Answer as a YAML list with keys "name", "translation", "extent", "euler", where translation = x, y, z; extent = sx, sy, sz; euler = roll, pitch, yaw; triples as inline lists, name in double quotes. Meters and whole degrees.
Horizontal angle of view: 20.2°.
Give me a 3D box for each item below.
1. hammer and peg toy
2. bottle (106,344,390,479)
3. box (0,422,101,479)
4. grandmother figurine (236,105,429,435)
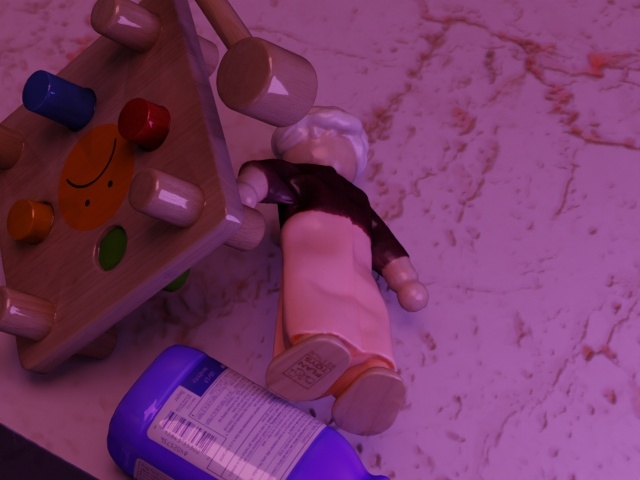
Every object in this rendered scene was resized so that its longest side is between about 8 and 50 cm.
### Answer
- name: "hammer and peg toy"
  translation: [-0.143, -0.084, 1.483]
  extent: [0.127, 0.361, 0.266]
  euler: [22, 41, -44]
- name: "bottle"
  translation: [-0.030, 0.194, 1.443]
  extent: [0.283, 0.092, 0.118]
  euler: [29, 50, 11]
- name: "box"
  translation: [-0.247, 0.298, 1.292]
  extent: [0.143, 0.165, 0.270]
  euler: [27, 57, 12]
- name: "grandmother figurine"
  translation: [0.000, 0.000, 1.553]
  extent: [0.208, 0.104, 0.342]
  euler: [40, 29, -30]
